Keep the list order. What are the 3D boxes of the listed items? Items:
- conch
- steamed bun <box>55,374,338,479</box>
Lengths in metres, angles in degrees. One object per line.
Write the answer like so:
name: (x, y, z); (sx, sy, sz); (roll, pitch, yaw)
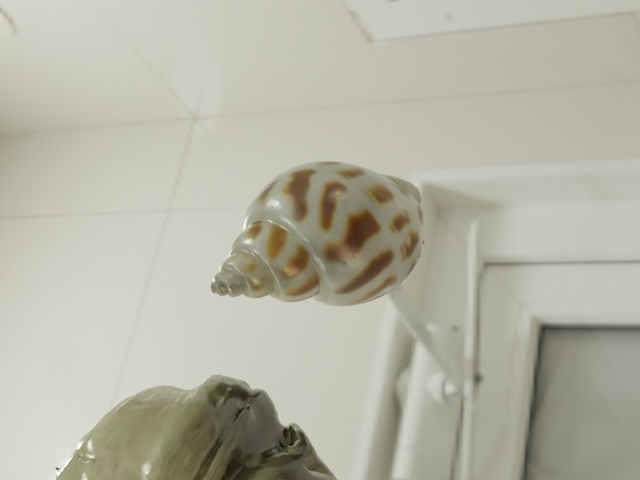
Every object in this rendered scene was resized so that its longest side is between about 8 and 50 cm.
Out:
conch: (0.000, 0.000, 1.405); (0.149, 0.275, 0.183); (178, 69, -86)
steamed bun: (-0.093, 0.262, 1.245); (0.320, 0.206, 0.275); (11, -135, -56)
